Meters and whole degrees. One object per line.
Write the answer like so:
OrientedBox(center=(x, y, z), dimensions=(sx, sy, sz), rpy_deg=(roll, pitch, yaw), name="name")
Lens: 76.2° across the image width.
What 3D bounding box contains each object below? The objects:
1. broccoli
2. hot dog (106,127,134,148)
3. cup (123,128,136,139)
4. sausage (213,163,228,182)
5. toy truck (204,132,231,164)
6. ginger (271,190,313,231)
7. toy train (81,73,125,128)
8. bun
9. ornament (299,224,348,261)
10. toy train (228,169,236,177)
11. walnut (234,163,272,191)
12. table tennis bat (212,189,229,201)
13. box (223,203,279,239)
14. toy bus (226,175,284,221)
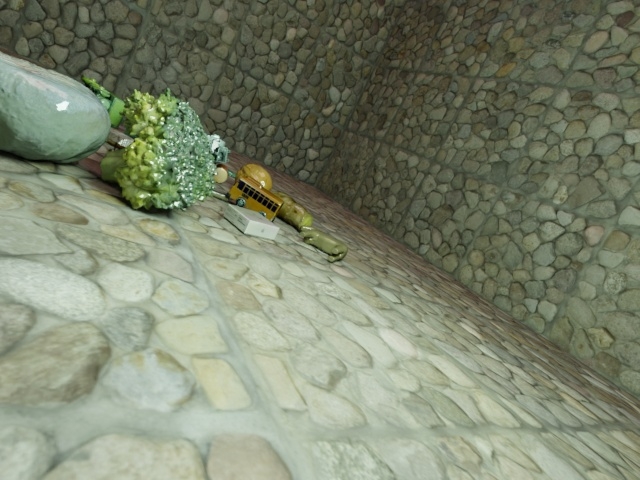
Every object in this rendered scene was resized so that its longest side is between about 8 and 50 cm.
OrientedBox(center=(-0.436, -0.203, 1.096), dimensions=(0.280, 0.348, 0.294), rpy_deg=(-2, -35, 6), name="broccoli")
OrientedBox(center=(-0.784, -0.392, 1.566), dimensions=(0.191, 0.053, 0.099), rpy_deg=(27, 9, 18), name="hot dog")
OrientedBox(center=(-0.745, -0.477, 1.842), dimensions=(0.235, 0.134, 0.148), rpy_deg=(26, -18, -30), name="cup")
OrientedBox(center=(-0.473, -0.324, 1.934), dimensions=(0.071, 0.071, 0.234), rpy_deg=(23, 10, -18), name="sausage")
OrientedBox(center=(-0.511, -0.416, 1.903), dimensions=(0.184, 0.133, 0.338), rpy_deg=(11, 4, -22), name="toy truck")
OrientedBox(center=(-0.142, -0.133, 1.755), dimensions=(0.109, 0.117, 0.263), rpy_deg=(-31, 52, -28), name="ginger")
OrientedBox(center=(-1.030, -0.645, 1.909), dimensions=(0.271, 0.159, 0.188), rpy_deg=(34, 6, 37), name="toy train")
OrientedBox(center=(-0.689, -0.311, 0.969), dimensions=(0.361, 0.212, 0.362), rpy_deg=(25, 14, -6), name="bun")
OrientedBox(center=(0.000, 0.000, 1.569), dimensions=(0.230, 0.062, 0.245), rpy_deg=(28, 11, 15), name="ornament")
OrientedBox(center=(-0.490, -0.364, 2.217), dimensions=(0.092, 0.029, 0.045), rpy_deg=(20, 5, -28), name="toy train")
OrientedBox(center=(-0.298, -0.259, 1.822), dimensions=(0.159, 0.159, 0.207), rpy_deg=(19, 17, -36), name="walnut")
OrientedBox(center=(-0.478, -0.206, 1.495), dimensions=(0.300, 0.023, 0.173), rpy_deg=(20, 12, -30), name="table tennis bat")
OrientedBox(center=(-0.224, -0.059, 1.326), dimensions=(0.130, 0.051, 0.129), rpy_deg=(36, 14, 38), name="box")
OrientedBox(center=(-0.246, -0.160, 1.560), dimensions=(0.200, 0.114, 0.098), rpy_deg=(34, 12, -3), name="toy bus")
